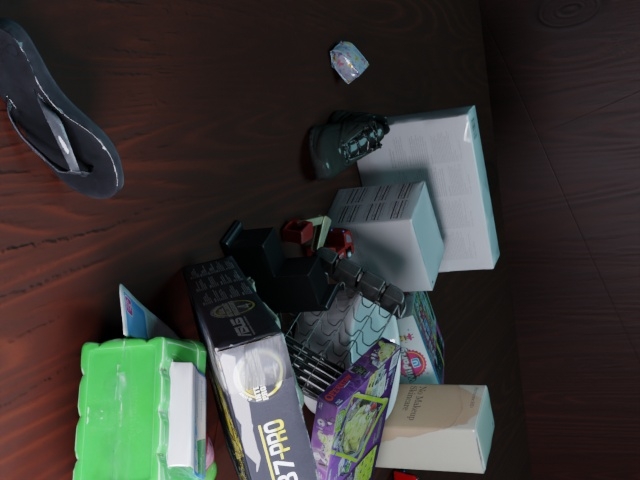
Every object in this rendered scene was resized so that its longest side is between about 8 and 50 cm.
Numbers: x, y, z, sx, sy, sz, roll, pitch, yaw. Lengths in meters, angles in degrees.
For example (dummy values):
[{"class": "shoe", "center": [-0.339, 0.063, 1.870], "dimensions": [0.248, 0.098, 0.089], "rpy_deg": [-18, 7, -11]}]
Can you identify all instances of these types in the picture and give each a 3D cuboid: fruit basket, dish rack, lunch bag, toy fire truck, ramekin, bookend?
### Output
[{"class": "fruit basket", "center": [-0.199, 0.265, 1.216], "dimensions": [0.353, 0.165, 0.327], "rpy_deg": [57, 28, -62]}, {"class": "dish rack", "center": [0.016, 0.156, 1.650], "dimensions": [0.271, 0.208, 0.074], "rpy_deg": [-57, 171, -21]}, {"class": "lunch bag", "center": [0.060, -0.406, 2.052], "dimensions": [0.083, 0.053, 0.071], "rpy_deg": [50, 35, -12]}, {"class": "toy fire truck", "center": [0.000, 0.000, 1.822], "dimensions": [0.192, 0.047, 0.135], "rpy_deg": [-36, 127, -49]}, {"class": "ramekin", "center": [0.054, 0.228, 1.826], "dimensions": [0.277, 0.135, 0.277], "rpy_deg": [-4, 90, -67]}, {"class": "bookend", "center": [-0.068, 0.042, 1.560], "dimensions": [0.072, 0.156, 0.157], "rpy_deg": [-61, 138, -51]}]

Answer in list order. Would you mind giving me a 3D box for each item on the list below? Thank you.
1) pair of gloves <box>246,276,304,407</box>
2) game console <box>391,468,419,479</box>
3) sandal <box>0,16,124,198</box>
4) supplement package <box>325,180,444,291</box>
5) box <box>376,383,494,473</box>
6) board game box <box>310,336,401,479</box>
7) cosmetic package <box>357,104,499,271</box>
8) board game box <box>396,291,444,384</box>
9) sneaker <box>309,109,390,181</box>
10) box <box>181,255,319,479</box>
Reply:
[{"class": "pair of gloves", "center": [-0.082, 0.176, 1.470], "dimensions": [0.240, 0.042, 0.204], "rpy_deg": [-146, -137, -67]}, {"class": "game console", "center": [0.223, 0.622, 2.204], "dimensions": [0.085, 0.124, 0.144], "rpy_deg": [-8, 93, -39]}, {"class": "sandal", "center": [-0.334, -0.142, 1.086], "dimensions": [0.254, 0.097, 0.054], "rpy_deg": [56, 35, -30]}, {"class": "supplement package", "center": [0.141, -0.004, 1.978], "dimensions": [0.149, 0.203, 0.194], "rpy_deg": [-65, 143, -48]}, {"class": "box", "center": [0.194, 0.387, 1.892], "dimensions": [0.148, 0.311, 0.121], "rpy_deg": [-62, 142, -53]}, {"class": "board game box", "center": [0.049, 0.360, 1.622], "dimensions": [0.208, 0.056, 0.347], "rpy_deg": [-40, 146, -49]}, {"class": "cosmetic package", "center": [0.249, -0.111, 2.142], "dimensions": [0.097, 0.284, 0.377], "rpy_deg": [-49, 130, -60]}, {"class": "board game box", "center": [0.216, 0.225, 2.133], "dimensions": [0.303, 0.097, 0.224], "rpy_deg": [-65, 136, -69]}, {"class": "sneaker", "center": [0.064, -0.214, 1.935], "dimensions": [0.286, 0.130, 0.109], "rpy_deg": [-56, 137, -53]}, {"class": "box", "center": [-0.097, 0.221, 1.284], "dimensions": [0.395, 0.097, 0.318], "rpy_deg": [-138, -144, -70]}]
